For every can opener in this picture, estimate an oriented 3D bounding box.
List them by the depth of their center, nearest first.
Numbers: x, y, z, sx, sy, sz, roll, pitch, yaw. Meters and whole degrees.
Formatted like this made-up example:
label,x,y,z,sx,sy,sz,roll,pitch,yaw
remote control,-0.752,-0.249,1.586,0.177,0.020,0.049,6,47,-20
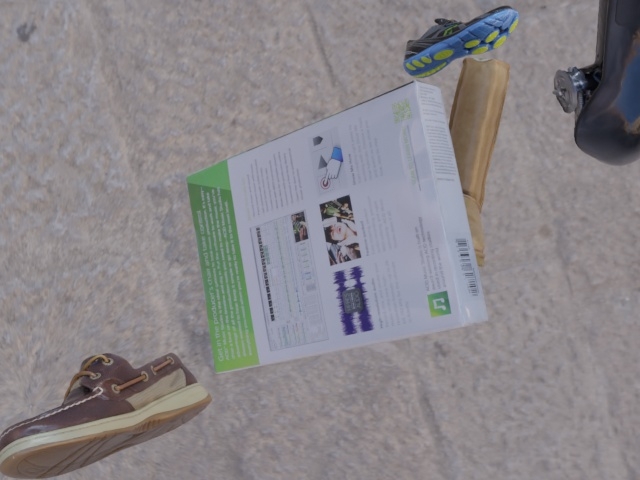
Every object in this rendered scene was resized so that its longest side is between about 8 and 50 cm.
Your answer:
label,x,y,z,sx,sy,sz,roll,pitch,yaw
can opener,0.133,-0.105,0.333,0.073,0.186,0.059,-9,41,8

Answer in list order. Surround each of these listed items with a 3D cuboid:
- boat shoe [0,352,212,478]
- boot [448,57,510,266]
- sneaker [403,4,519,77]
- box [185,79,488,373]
label,x,y,z,sx,sy,sz,roll,pitch,yaw
boat shoe,-0.285,0.210,1.064,0.342,0.123,0.123,-7,62,-58
boot,0.197,-0.112,1.097,0.089,0.236,0.270,12,98,0
sneaker,0.206,-0.313,1.234,0.067,0.188,0.078,30,50,-48
box,0.000,0.000,0.842,0.058,0.321,0.233,2,76,-53
